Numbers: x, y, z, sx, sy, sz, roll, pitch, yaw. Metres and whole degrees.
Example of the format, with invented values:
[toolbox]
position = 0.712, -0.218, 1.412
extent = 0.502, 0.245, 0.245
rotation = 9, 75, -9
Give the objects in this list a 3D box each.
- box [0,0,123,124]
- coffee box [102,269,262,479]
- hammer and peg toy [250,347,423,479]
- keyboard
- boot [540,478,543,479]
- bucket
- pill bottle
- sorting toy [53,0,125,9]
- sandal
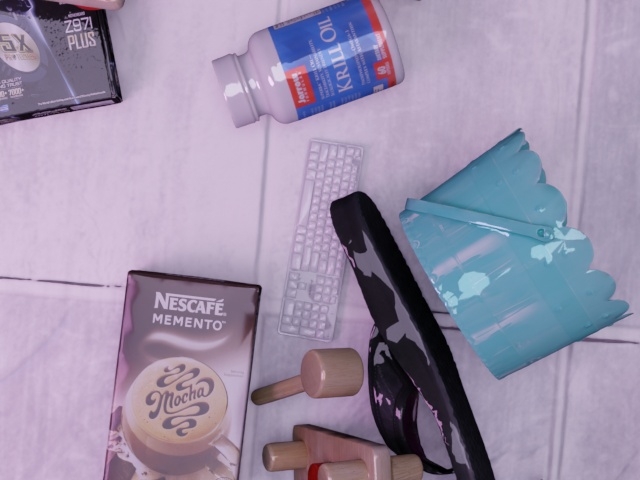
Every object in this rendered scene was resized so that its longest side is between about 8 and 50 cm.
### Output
[box]
position = -0.352, -0.232, 1.869
extent = 0.180, 0.077, 0.147
rotation = -10, 90, -2
[coffee box]
position = -0.173, 0.192, 1.857
extent = 0.168, 0.119, 0.297
rotation = 6, 90, -1
[hammer and peg toy]
position = 0.023, 0.306, 1.809
extent = 0.127, 0.266, 0.361
rotation = -2, 90, -23
[keyboard]
position = 0.000, 0.000, 1.913
extent = 0.072, 0.014, 0.256
rotation = 9, 90, -2
[boot]
position = 0.369, 0.420, 1.908
extent = 0.264, 0.096, 0.280
rotation = -42, 84, 7
[bucket]
position = 0.231, 0.021, 1.796
extent = 0.183, 0.281, 0.281
rotation = -31, 91, 7
[pill bottle]
position = -0.017, -0.218, 1.856
extent = 0.222, 0.124, 0.124
rotation = -21, 91, -1
[sorting toy]
position = -0.331, -0.399, 1.818
extent = 0.257, 0.089, 0.255
rotation = 10, 71, 7
[sandal]
position = 0.102, 0.157, 1.856
extent = 0.107, 0.167, 0.445
rotation = -26, 85, 14
